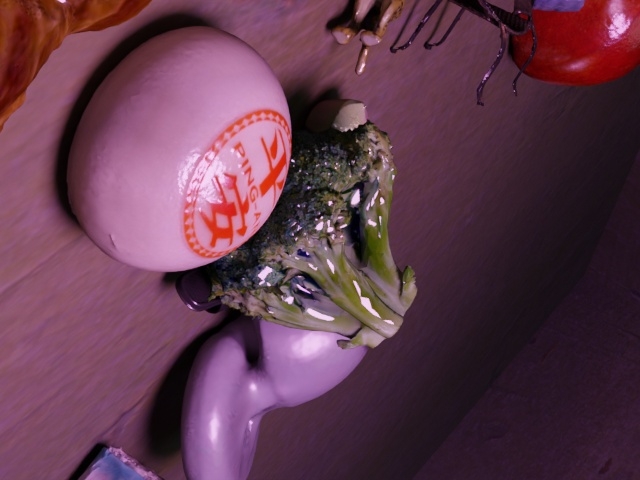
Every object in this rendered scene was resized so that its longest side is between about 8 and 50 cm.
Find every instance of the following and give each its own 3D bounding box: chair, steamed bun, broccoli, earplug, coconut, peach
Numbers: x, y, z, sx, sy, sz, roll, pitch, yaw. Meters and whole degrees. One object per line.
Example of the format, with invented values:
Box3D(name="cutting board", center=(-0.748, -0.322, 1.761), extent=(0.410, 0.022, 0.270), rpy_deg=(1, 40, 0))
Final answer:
Box3D(name="chair", center=(0.202, -0.301, 1.391), extent=(0.174, 0.149, 0.213), rpy_deg=(-21, 135, -56))
Box3D(name="steamed bun", center=(-0.110, -0.070, 1.000), extent=(0.232, 0.145, 0.232), rpy_deg=(-47, 158, -26))
Box3D(name="broccoli", center=(0.000, 0.000, 1.203), extent=(0.265, 0.245, 0.294), rpy_deg=(-42, -179, 2))
Box3D(name="earplug", center=(-0.071, 0.177, 1.400), extent=(0.325, 0.175, 0.214), rpy_deg=(-55, 166, -5))
Box3D(name="coconut", center=(0.022, -0.128, 1.319), extent=(0.083, 0.081, 0.082), rpy_deg=(-19, 102, -43))
Box3D(name="peach", center=(0.428, -0.362, 1.761), extent=(0.248, 0.245, 0.275), rpy_deg=(18, 116, -40))

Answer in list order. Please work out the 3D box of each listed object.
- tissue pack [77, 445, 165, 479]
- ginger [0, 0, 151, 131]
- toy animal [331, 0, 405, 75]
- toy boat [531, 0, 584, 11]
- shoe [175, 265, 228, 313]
Box3D(name="tissue pack", center=(-0.274, 0.395, 1.326), extent=(0.271, 0.124, 0.201), rpy_deg=(-53, 158, -14))
Box3D(name="ginger", center=(-0.215, -0.180, 0.596), extent=(0.357, 0.152, 0.274), rpy_deg=(-45, 156, -34))
Box3D(name="toy animal", center=(0.076, -0.287, 1.225), extent=(0.136, 0.073, 0.181), rpy_deg=(-47, 155, -44))
Box3D(name="toy boat", center=(0.332, -0.396, 1.511), extent=(0.283, 0.078, 0.127), rpy_deg=(-72, 177, -46))
Box3D(name="shoe", center=(-0.129, 0.057, 1.273), extent=(0.053, 0.062, 0.159), rpy_deg=(-40, 171, 23))
